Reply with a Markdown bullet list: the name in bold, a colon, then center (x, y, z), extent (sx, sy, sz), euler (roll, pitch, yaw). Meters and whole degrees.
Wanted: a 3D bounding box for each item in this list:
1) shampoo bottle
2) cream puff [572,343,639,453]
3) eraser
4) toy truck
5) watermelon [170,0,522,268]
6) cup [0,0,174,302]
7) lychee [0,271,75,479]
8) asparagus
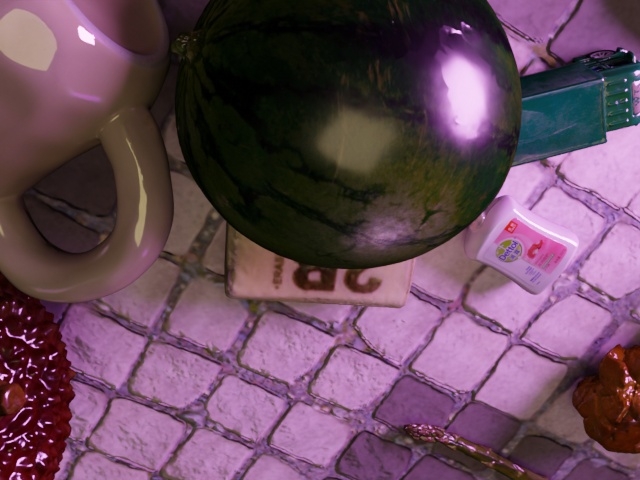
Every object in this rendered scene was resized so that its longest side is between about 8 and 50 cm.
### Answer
- **shampoo bottle**: center (0.183, 0.001, 0.714), extent (0.099, 0.043, 0.072), euler (28, 111, -18)
- **cream puff**: center (0.321, 0.162, 0.785), extent (0.116, 0.094, 0.122), euler (-13, 140, 5)
- **eraser**: center (0.000, 0.000, 0.689), extent (0.172, 0.058, 0.117), euler (4, 115, -7)
- **toy truck**: center (0.200, -0.115, 0.640), extent (0.147, 0.079, 0.065), euler (-14, 116, 0)
- **watermelon**: center (0.019, -0.096, 0.541), extent (0.242, 0.242, 0.242), euler (-2, 116, -4)
- **cup**: center (-0.211, -0.091, 0.514), extent (0.202, 0.255, 0.173), euler (-27, 159, 21)
- **lychee**: center (-0.344, 0.135, 0.611), extent (0.304, 0.275, 0.275), euler (-15, 120, 31)
- **asparagus**: center (0.197, 0.251, 0.850), extent (0.248, 0.025, 0.024), euler (29, 125, -18)
